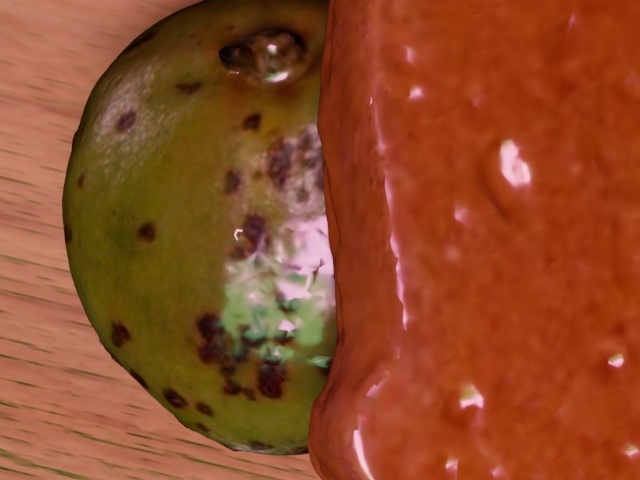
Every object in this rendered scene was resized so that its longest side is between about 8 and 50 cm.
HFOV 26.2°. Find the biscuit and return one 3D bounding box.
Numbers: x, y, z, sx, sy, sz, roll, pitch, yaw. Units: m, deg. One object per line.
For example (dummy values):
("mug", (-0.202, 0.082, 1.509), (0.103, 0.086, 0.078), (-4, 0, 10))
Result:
("biscuit", (0.197, -0.029, 0.494), (0.455, 0.078, 0.349), (-31, 91, -13))

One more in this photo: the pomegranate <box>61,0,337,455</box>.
("pomegranate", (0.000, 0.000, 0.599), (0.211, 0.211, 0.263), (-2, 148, 8))
